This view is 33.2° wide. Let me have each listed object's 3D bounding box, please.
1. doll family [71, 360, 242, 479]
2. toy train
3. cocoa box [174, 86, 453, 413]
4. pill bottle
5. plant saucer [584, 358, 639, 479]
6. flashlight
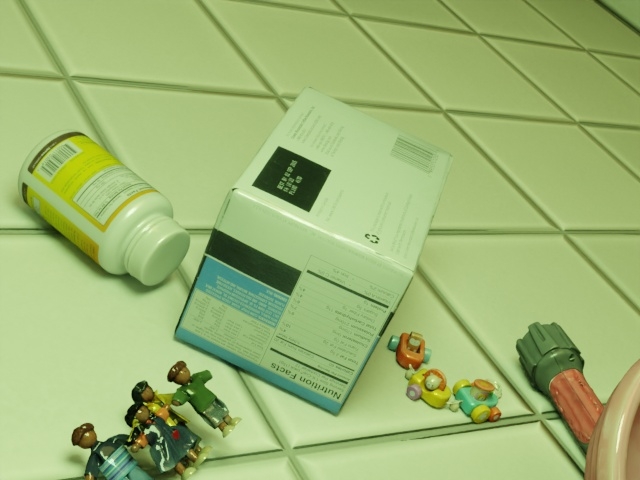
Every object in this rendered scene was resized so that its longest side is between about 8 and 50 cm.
[{"bbox_3d":[-0.168,0.193,1.085,0.111,0.076,0.193,47,27,0],"label":"doll family"},{"bbox_3d":[0.167,0.169,1.391,0.166,0.046,0.125,23,31,-1],"label":"toy train"},{"bbox_3d":[0.000,0.000,1.356,0.231,0.228,0.347,25,30,1],"label":"cocoa box"},{"bbox_3d":[-0.266,-0.038,1.337,0.215,0.117,0.117,37,33,20],"label":"pill bottle"},{"bbox_3d":[0.405,0.279,1.187,0.332,0.084,0.332,10,73,-34],"label":"plant saucer"},{"bbox_3d":[0.343,0.226,1.373,0.103,0.103,0.304,11,34,-29],"label":"flashlight"}]
